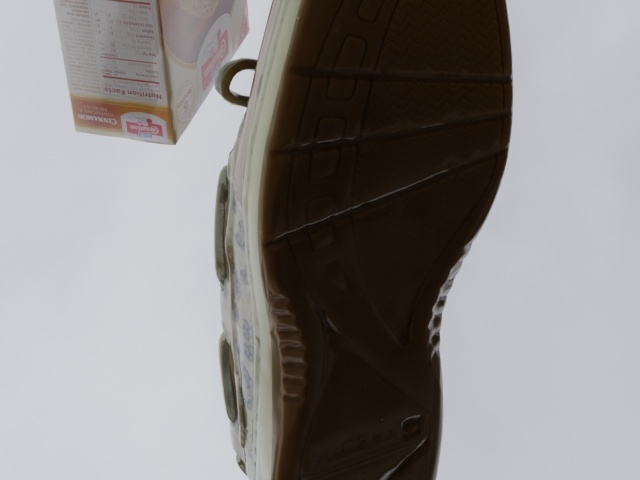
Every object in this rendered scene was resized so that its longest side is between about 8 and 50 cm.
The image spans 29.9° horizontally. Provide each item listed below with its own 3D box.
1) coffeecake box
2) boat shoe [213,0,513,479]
[{"bbox_3d":[-0.098,-0.173,0.697,0.142,0.068,0.185,-67,-18,-48],"label":"coffeecake box"},{"bbox_3d":[0.000,0.000,0.466,0.105,0.089,0.285,-6,-62,-30],"label":"boat shoe"}]
